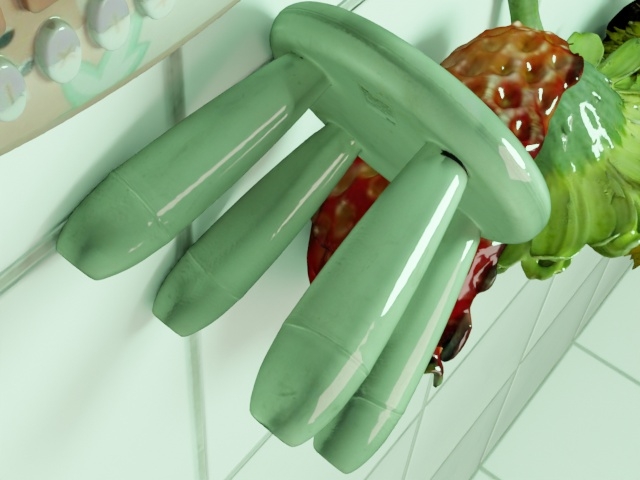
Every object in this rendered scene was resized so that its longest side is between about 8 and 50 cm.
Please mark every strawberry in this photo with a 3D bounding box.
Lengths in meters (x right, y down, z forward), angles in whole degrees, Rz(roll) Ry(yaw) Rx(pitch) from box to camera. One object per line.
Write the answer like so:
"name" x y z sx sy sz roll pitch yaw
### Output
"strawberry" 0.078 -0.034 0.801 0.253 0.150 0.280 -59 171 -64

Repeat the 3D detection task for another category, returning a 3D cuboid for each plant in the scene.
"plant" 0.208 -0.100 1.001 0.297 0.306 0.261 25 126 -30

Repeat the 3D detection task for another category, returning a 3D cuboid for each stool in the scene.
"stool" 0.000 0.000 0.587 0.199 0.195 0.195 -53 160 -8

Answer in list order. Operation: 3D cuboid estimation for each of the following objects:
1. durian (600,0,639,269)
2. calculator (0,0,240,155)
"durian" 0.440 -0.129 1.265 0.384 0.347 0.348 8 115 -47
"calculator" -0.080 -0.155 0.394 0.329 0.048 0.220 -44 157 -26
